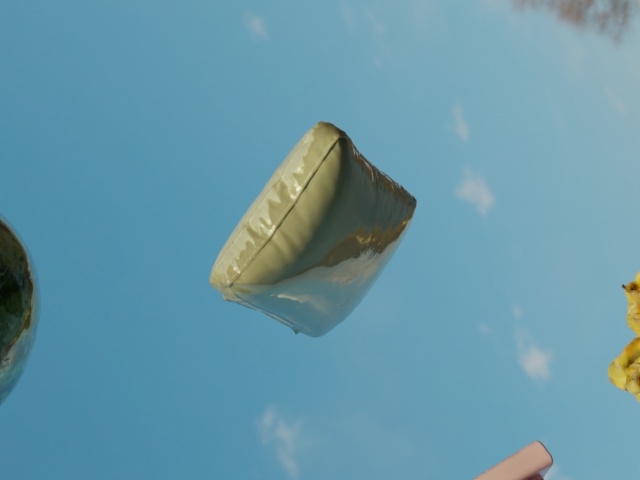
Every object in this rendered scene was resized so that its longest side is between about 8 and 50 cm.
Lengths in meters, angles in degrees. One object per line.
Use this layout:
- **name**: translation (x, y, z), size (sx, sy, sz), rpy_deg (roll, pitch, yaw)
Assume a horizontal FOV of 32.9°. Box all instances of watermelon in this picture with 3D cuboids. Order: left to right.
- **watermelon**: translation (-0.428, 0.052, 1.279), size (0.224, 0.180, 0.305), rpy_deg (-127, 30, -82)

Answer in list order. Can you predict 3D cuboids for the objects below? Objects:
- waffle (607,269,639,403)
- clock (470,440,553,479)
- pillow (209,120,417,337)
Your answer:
- **waffle**: translation (0.435, 0.088, 1.247), size (0.253, 0.249, 0.056), rpy_deg (-107, -9, -59)
- **clock**: translation (0.176, 0.319, 0.696), size (0.080, 0.290, 0.275), rpy_deg (-22, -136, -25)
- **pillow**: translation (0.000, 0.000, 1.407), size (0.119, 0.255, 0.322), rpy_deg (35, 180, 27)
